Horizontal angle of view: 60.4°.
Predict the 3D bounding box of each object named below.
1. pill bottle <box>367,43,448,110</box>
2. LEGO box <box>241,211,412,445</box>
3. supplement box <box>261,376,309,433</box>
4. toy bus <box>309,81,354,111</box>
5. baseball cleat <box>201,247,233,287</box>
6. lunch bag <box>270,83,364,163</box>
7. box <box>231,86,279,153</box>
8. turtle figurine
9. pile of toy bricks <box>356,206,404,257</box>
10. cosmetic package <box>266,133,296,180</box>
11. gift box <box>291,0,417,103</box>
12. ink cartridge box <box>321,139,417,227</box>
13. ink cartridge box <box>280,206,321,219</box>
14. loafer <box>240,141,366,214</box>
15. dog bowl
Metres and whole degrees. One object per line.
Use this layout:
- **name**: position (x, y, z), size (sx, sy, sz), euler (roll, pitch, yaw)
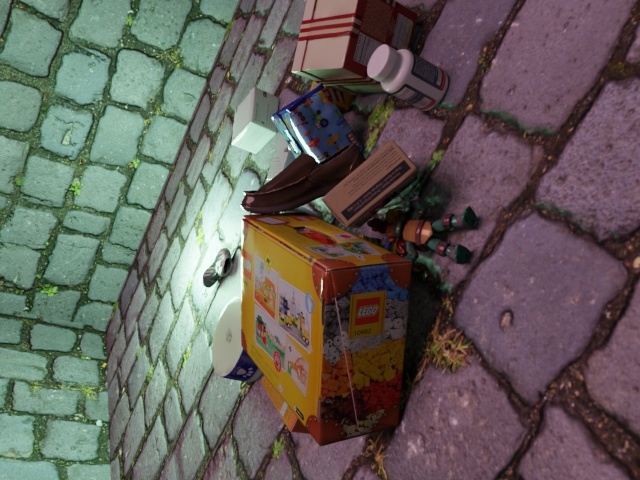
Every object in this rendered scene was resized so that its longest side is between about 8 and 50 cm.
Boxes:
- **pill bottle**: position (0.207, -0.394, 1.318), size (0.108, 0.180, 0.108), euler (-35, 46, 46)
- **LEGO box**: position (-0.020, 0.163, 1.283), size (0.500, 0.193, 0.373), euler (29, 120, 60)
- **supplement box**: position (-0.078, 0.415, 1.468), size (0.233, 0.078, 0.080), euler (34, 104, 59)
- **toy bus**: position (0.054, -0.513, 1.715), size (0.130, 0.108, 0.333), euler (20, 92, 59)
- **baseball cleat**: position (-0.415, 0.128, 2.199), size (0.206, 0.072, 0.109), euler (-61, 38, 26)
- **lunch bag**: position (-0.036, -0.311, 1.647), size (0.138, 0.221, 0.293), euler (-40, 15, -17)
- **box**: position (-0.264, -0.483, 2.223), size (0.182, 0.119, 0.181), euler (-32, 48, 49)
- **turtle figurine**: position (0.211, -0.019, 1.174), size (0.234, 0.118, 0.175), euler (7, 100, 44)
- **pile of toy bricks**: position (0.125, 0.019, 1.308), size (0.118, 0.105, 0.212), euler (-16, 61, 56)
- **cosmetic package**: position (-0.099, -0.305, 1.885), size (0.117, 0.085, 0.231), euler (10, 84, 60)
- **gift box**: position (0.093, -0.528, 1.522), size (0.258, 0.276, 0.255), euler (18, 92, 49)
- **ink cartridge box**: position (0.119, -0.118, 1.231), size (0.193, 0.088, 0.234), euler (-41, -5, 10)
- **ink cartridge box**: position (-0.102, 0.033, 1.617), size (0.198, 0.114, 0.273), euler (-146, 69, -71)
- **loafer**: position (-0.045, -0.170, 1.463), size (0.134, 0.365, 0.130), euler (-143, 35, -73)
- **dog bowl**: position (-0.252, 0.320, 1.784), size (0.265, 0.104, 0.265), euler (-35, 46, 47)
